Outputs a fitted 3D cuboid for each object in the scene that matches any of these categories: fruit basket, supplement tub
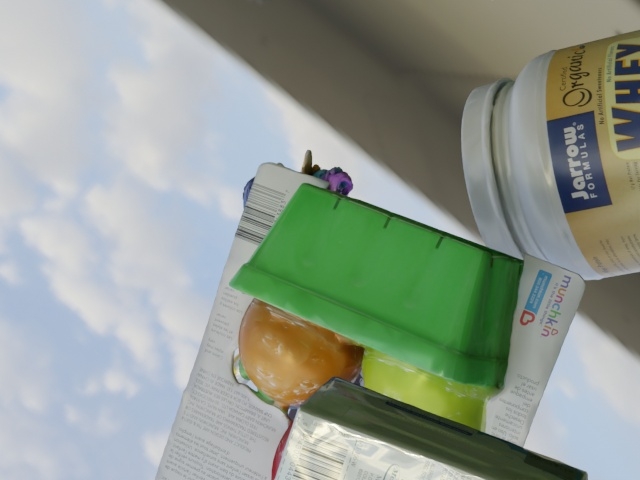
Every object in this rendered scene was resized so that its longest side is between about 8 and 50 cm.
[{"bbox_3d":[0.030,0.144,1.332,0.327,0.353,0.165,21,-170,30],"label":"fruit basket"},{"bbox_3d":[0.315,-0.086,1.481,0.228,0.316,0.228,36,-132,-55],"label":"supplement tub"}]

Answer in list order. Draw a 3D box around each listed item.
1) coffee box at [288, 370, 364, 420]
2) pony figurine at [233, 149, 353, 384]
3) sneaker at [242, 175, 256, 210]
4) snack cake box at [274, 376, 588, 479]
[{"bbox_3d":[0.061,0.159,1.599,0.141,0.246,0.098,-10,-128,-33],"label":"coffee box"},{"bbox_3d":[0.037,0.097,2.123,0.351,0.363,0.303,27,-161,25],"label":"pony figurine"},{"bbox_3d":[0.000,0.000,1.759,0.221,0.083,0.087,42,159,12],"label":"sneaker"},{"bbox_3d":[0.027,0.225,0.824,0.152,0.264,0.089,20,-170,9],"label":"snack cake box"}]
